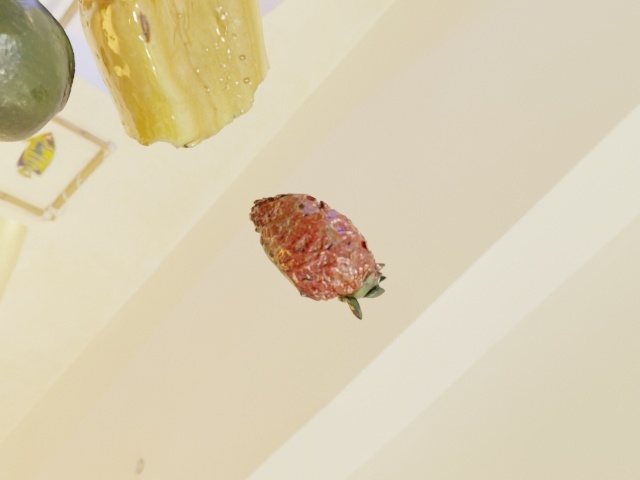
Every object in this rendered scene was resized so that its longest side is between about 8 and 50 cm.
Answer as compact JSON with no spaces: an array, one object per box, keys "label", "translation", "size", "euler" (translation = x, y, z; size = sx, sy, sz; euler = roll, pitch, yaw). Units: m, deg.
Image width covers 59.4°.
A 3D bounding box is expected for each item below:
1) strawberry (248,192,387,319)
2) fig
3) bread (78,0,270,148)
[{"label":"strawberry","translation":[0.003,0.002,0.676],"size":[0.085,0.140,0.192],"euler":[-57,-143,27]},{"label":"fig","translation":[-0.386,-0.217,0.601],"size":[0.196,0.245,0.195],"euler":[-3,-110,8]},{"label":"bread","translation":[-0.299,-0.428,1.115],"size":[0.250,0.394,0.361],"euler":[19,-130,31]}]
